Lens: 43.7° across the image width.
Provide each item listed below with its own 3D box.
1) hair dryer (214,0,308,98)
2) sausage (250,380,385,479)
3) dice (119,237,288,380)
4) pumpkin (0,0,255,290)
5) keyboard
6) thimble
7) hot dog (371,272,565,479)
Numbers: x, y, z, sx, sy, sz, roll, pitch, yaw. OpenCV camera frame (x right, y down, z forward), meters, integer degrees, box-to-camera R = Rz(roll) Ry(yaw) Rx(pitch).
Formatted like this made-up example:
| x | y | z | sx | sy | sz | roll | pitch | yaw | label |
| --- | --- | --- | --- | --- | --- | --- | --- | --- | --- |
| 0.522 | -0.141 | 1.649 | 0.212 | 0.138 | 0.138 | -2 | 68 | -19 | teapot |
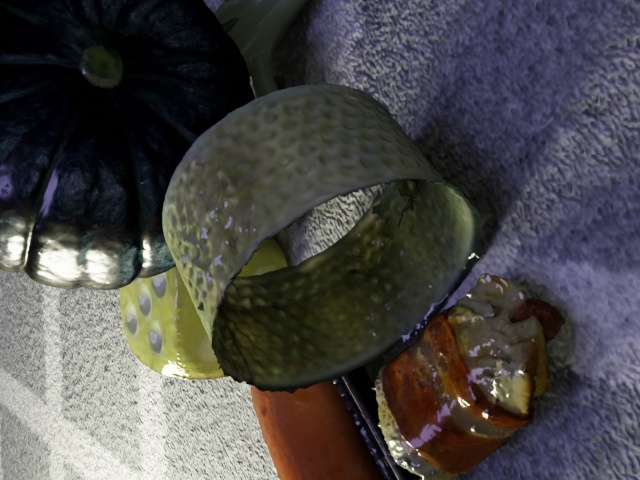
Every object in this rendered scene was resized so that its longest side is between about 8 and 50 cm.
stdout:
| x | y | z | sx | sy | sz | roll | pitch | yaw | label |
| --- | --- | --- | --- | --- | --- | --- | --- | --- | --- |
| -0.026 | -0.213 | 0.928 | 0.267 | 0.092 | 0.229 | 49 | 126 | 20 | hair dryer |
| -0.008 | 0.211 | 0.883 | 0.259 | 0.113 | 0.114 | 61 | 138 | 48 | sausage |
| -0.151 | 0.070 | 1.027 | 0.169 | 0.166 | 0.170 | 22 | 110 | 51 | dice |
| -0.239 | -0.123 | 0.850 | 0.266 | 0.363 | 0.364 | -45 | 58 | 58 | pumpkin |
| 0.054 | 0.186 | 0.830 | 0.027 | 0.106 | 0.317 | -35 | 56 | 6 | keyboard |
| 0.000 | 0.000 | 0.744 | 0.150 | 0.270 | 0.271 | 58 | 135 | 35 | thimble |
| 0.134 | 0.126 | 0.718 | 0.213 | 0.103 | 0.146 | -45 | 38 | 35 | hot dog |
